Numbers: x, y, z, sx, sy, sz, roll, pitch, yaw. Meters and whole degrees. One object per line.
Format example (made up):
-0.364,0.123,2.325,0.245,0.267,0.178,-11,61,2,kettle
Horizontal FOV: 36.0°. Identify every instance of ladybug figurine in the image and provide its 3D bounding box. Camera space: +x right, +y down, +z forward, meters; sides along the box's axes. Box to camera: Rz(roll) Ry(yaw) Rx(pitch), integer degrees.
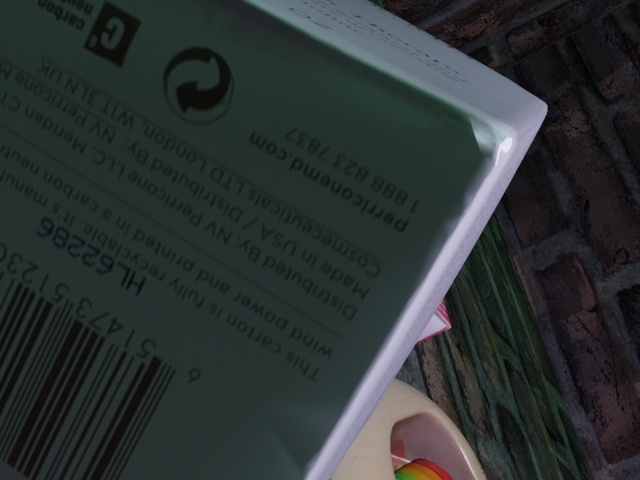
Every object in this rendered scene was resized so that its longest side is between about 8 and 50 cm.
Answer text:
0.060,0.299,1.024,0.449,0.162,0.305,15,50,-66,ladybug figurine

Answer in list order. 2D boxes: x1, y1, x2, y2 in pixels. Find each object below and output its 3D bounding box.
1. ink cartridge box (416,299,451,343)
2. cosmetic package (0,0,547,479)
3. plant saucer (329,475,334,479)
0.000,0.000,1.172,0.131,0.226,0.306,40,30,-46,ink cartridge box
-0.069,-0.025,0.695,0.329,0.327,0.394,30,16,8,cosmetic package
-0.051,0.289,0.770,0.045,0.188,0.188,117,-49,-73,plant saucer
